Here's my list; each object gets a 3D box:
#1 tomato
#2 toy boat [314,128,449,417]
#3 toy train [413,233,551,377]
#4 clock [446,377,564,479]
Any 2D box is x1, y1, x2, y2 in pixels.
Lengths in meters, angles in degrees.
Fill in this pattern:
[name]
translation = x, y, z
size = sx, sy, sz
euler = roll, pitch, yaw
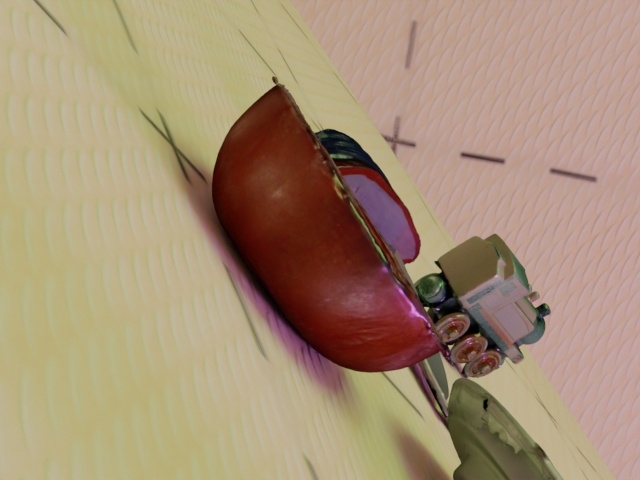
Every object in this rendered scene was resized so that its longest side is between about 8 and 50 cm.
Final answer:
[tomato]
translation = -0.002, 0.002, 1.117
size = 0.225, 0.085, 0.225
euler = 55, 4, -5
[toy boat]
translation = 0.076, 0.037, 1.562
size = 0.318, 0.072, 0.219
euler = 60, 10, 5
[toy train]
translation = 0.175, 0.075, 1.796
size = 0.194, 0.125, 0.081
euler = 45, 16, -52
[clock]
translation = 0.148, 0.207, 1.199
size = 0.236, 0.053, 0.236
euler = 54, -8, 12
